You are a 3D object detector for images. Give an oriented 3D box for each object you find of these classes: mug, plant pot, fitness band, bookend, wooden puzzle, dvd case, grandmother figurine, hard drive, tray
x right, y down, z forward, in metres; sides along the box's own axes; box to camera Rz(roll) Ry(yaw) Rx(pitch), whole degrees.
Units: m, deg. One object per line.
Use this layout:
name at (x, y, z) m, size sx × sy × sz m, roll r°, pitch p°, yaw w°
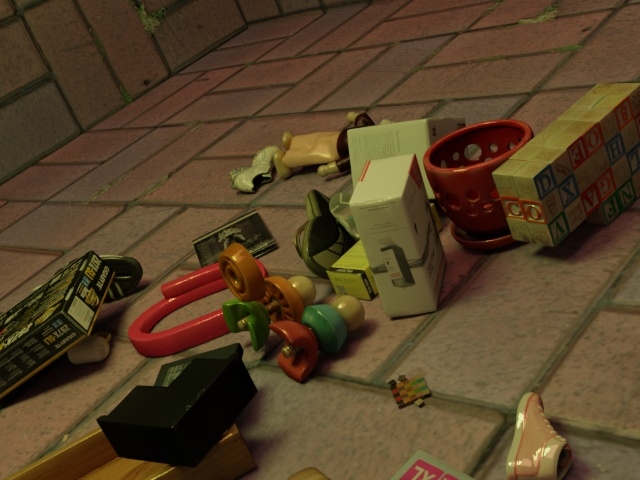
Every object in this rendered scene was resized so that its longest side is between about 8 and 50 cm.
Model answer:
mug at (-0.441, 0.202, 1.709) m, size 0.064 × 0.062 × 0.078 m, roll -2°, pitch 57°, yaw 24°
plant pot at (0.291, -0.093, 1.521) m, size 0.191 × 0.174 × 0.191 m, roll -20°, pitch 24°, yaw 10°
fitness band at (-0.230, 0.127, 1.694) m, size 0.291 × 0.054 × 0.209 m, roll -23°, pitch 27°, yaw 5°
bookend at (-0.201, 0.233, 1.248) m, size 0.157 × 0.072 × 0.156 m, roll -5°, pitch 30°, yaw 37°
wooden puzzle at (0.126, 0.212, 1.253) m, size 0.049 × 0.006 × 0.083 m, roll -23°, pitch 24°, yaw 1°
dvd case at (-0.191, 0.008, 1.931) m, size 0.164 × 0.018 × 0.221 m, roll -27°, pitch 25°, yaw -5°
grandmother figurine at (0.061, -0.226, 2.098) m, size 0.342 × 0.104 × 0.208 m, roll -2°, pitch 60°, yaw 34°
hard drive at (-0.188, 0.205, 1.353) m, size 0.135 × 0.022 × 0.094 m, roll -18°, pitch 25°, yaw 13°
tray at (-0.310, 0.353, 1.277) m, size 0.411 × 0.076 × 0.203 m, roll -27°, pitch 24°, yaw -10°

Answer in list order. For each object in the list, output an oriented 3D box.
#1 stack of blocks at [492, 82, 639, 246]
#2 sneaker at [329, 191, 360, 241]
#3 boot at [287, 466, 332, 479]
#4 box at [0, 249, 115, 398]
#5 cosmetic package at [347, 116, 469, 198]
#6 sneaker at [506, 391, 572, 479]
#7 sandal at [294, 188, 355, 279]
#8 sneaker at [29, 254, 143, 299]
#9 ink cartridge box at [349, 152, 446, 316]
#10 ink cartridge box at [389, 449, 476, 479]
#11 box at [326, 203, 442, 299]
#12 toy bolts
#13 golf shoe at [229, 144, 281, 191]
stack of blocks at (0.425, -0.111, 1.444) m, size 0.297 × 0.171 × 0.087 m, roll -38°, pitch 28°, yaw -26°
sneaker at (0.062, -0.035, 1.702) m, size 0.053 × 0.061 × 0.152 m, roll -30°, pitch 46°, yaw -2°
boot at (-0.039, 0.356, 1.036) m, size 0.197 × 0.073 × 0.152 m, roll -34°, pitch 30°, yaw -16°
box at (-0.571, 0.181, 1.755) m, size 0.322 × 0.079 × 0.257 m, roll -35°, pitch 23°, yaw 14°
cosmetic package at (0.174, -0.155, 1.724) m, size 0.183 × 0.151 × 0.151 m, roll -2°, pitch 7°, yaw 38°
sneaker at (0.264, 0.233, 1.040) m, size 0.070 × 0.051 × 0.134 m, roll -7°, pitch 32°, yaw 29°
sandal at (0.001, 0.000, 1.697) m, size 0.086 × 0.120 × 0.303 m, roll -44°, pitch 16°, yaw 17°
sneaker at (-0.509, 0.068, 1.993) m, size 0.281 × 0.106 × 0.162 m, roll -17°, pitch 22°, yaw 16°
ink cartridge box at (0.131, -0.008, 1.440) m, size 0.092 × 0.218 × 0.158 m, roll -8°, pitch 29°, yaw 20°
ink cartridge box at (0.077, 0.365, 0.896) m, size 0.186 × 0.065 × 0.311 m, roll 20°, pitch 50°, yaw 43°
box at (0.118, 0.015, 1.598) m, size 0.087 × 0.058 × 0.232 m, roll 2°, pitch 36°, yaw 45°
toy bolts at (-0.041, 0.092, 1.442) m, size 0.158 × 0.218 × 0.228 m, roll -30°, pitch 43°, yaw -27°
golf shoe at (-0.142, -0.172, 2.222) m, size 0.086 × 0.069 × 0.176 m, roll 25°, pitch 53°, yaw 33°
